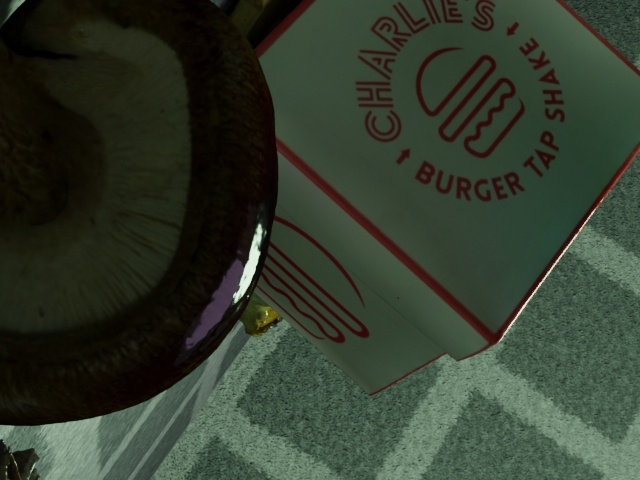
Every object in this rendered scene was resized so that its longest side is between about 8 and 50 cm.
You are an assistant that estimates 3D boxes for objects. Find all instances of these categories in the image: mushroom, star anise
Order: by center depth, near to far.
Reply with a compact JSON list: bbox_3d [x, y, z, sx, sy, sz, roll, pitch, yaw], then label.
[{"bbox_3d":[-0.116,-0.015,0.645,0.231,0.194,0.138,-45,175,-2],"label":"mushroom"},{"bbox_3d":[-0.319,0.254,1.279,0.124,0.056,0.129,-53,161,-9],"label":"star anise"}]

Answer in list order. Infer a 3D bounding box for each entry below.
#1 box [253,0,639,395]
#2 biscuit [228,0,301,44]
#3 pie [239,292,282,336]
[{"bbox_3d":[0.073,-0.079,1.224,0.314,0.312,0.300,-49,-178,-25],"label":"box"},{"bbox_3d":[-0.022,-0.238,1.141,0.153,0.030,0.234,-54,179,42],"label":"biscuit"},{"bbox_3d":[0.000,0.000,1.792,0.315,0.092,0.315,-44,171,-8],"label":"pie"}]
